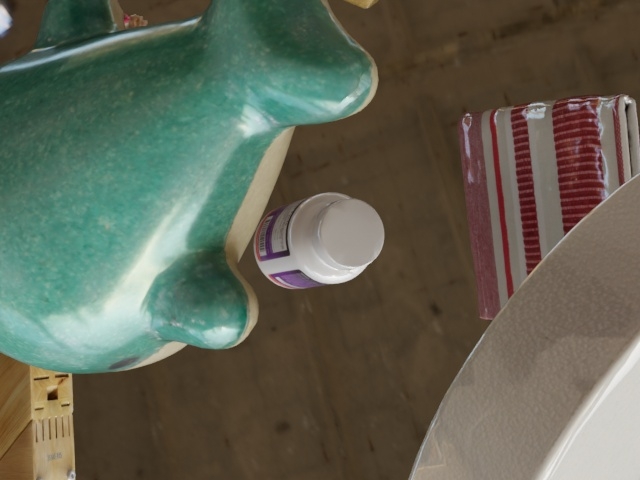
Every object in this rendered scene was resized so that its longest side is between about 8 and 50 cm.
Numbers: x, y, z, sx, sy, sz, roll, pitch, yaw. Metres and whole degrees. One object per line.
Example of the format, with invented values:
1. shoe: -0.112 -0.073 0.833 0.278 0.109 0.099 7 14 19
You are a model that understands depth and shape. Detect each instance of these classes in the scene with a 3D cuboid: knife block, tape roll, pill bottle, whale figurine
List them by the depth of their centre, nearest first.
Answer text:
1. whale figurine: -0.100 -0.042 0.634 0.272 0.141 0.216 -35 -109 34
2. tape roll: 0.210 0.115 0.714 0.392 0.392 0.072 -42 -133 -9
3. pill bottle: 0.000 0.000 1.513 0.108 0.193 0.108 2 -95 -22
4. knife block: -0.434 0.248 1.616 0.242 0.088 0.276 -4 -93 23

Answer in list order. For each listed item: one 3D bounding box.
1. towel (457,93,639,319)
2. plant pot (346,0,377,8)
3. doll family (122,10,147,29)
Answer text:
1. towel: 0.236 -0.024 1.302 0.037 0.329 0.237 -9 -85 -19
2. plant pot: -0.034 -0.218 0.481 0.254 0.237 0.237 43 -102 -3
3. doll family: -0.195 -0.124 1.354 0.163 0.263 0.118 0 -160 7
